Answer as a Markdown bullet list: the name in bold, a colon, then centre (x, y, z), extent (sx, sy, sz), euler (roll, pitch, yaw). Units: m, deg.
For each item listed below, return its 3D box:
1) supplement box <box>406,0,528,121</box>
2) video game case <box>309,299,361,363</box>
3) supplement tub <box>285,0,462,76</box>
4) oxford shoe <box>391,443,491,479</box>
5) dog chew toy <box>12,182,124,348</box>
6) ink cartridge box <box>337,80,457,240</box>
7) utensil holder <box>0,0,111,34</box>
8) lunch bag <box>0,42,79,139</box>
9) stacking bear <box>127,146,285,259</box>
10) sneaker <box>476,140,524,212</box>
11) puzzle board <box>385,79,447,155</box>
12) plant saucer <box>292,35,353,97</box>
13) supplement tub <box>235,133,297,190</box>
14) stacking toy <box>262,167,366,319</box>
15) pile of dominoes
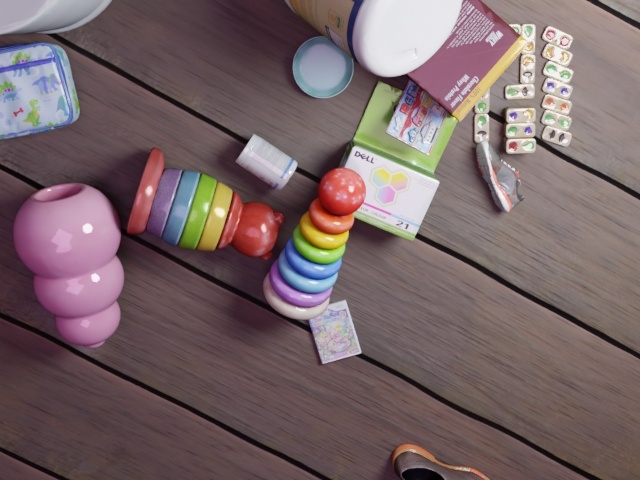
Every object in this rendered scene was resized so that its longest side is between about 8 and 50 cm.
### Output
- **supplement box**: centre (0.251, -0.360, 1.822), extent (0.194, 0.129, 0.191), euler (40, 101, -2)
- **video game case**: centre (0.028, 0.192, 2.036), extent (0.087, 0.011, 0.122), euler (-16, 104, 4)
- **supplement tub**: centre (0.068, -0.455, 1.694), extent (0.316, 0.228, 0.228), euler (45, 104, 32)
- **oxford shoe**: centre (0.277, 0.535, 2.080), extent (0.271, 0.098, 0.097), euler (23, 103, -6)
- **dog chew toy**: centre (-0.481, 0.059, 1.912), extent (0.206, 0.207, 0.332), euler (-7, 113, 2)
- **ink cartridge box**: centre (0.145, -0.157, 1.903), extent (0.188, 0.097, 0.255), euler (22, 104, -6)
- **utensil holder**: centre (-0.528, -0.515, 1.659), extent (0.327, 0.385, 0.328), euler (0, 104, 0)
- **lunch bag**: centre (-0.590, -0.290, 1.871), extent (0.219, 0.090, 0.176), euler (-9, 102, 1)
- **stacking bear**: centre (-0.219, -0.050, 1.905), extent (0.289, 0.164, 0.175), euler (17, 104, -9)
- **sneaker**: centre (0.362, -0.136, 1.936), extent (0.065, 0.061, 0.158), euler (-28, 112, -6)
- **puzzle board**: centre (0.193, -0.241, 1.890), extent (0.096, 0.011, 0.128), euler (27, 70, -6)
- **plant saucer**: centre (0.005, -0.339, 1.893), extent (0.119, 0.021, 0.119), euler (0, 105, 1)
- **supplement tub**: centre (-0.106, -0.154, 1.916), extent (0.107, 0.071, 0.071), euler (34, 102, -9)
- **stacking toy**: centre (0.000, 0.000, 1.858), extent (0.141, 0.141, 0.330), euler (21, 130, -5)
- **pile of dominoes**: centre (0.402, -0.298, 1.896), extent (0.196, 0.040, 0.251), euler (-2, 105, 0)
